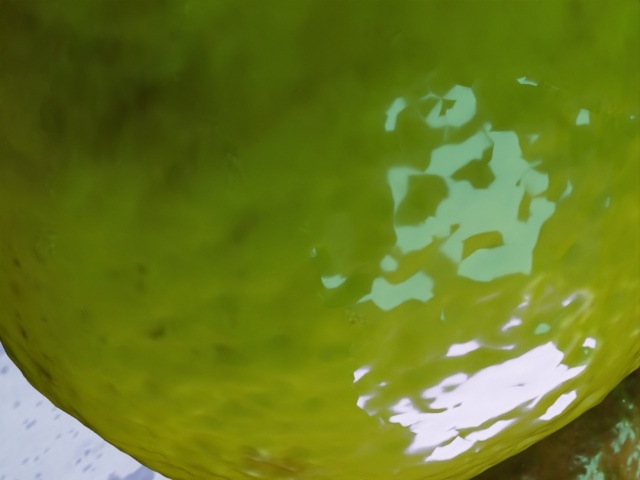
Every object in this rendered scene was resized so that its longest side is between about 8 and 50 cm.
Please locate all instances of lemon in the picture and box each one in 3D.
[{"bbox_3d":[-0.001,-0.072,0.708,0.350,0.350,0.387,-50,158,2],"label":"lemon"}]

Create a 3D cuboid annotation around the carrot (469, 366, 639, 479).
[{"bbox_3d":[0.107,0.124,1.197,0.341,0.241,0.241,-35,148,-20],"label":"carrot"}]
